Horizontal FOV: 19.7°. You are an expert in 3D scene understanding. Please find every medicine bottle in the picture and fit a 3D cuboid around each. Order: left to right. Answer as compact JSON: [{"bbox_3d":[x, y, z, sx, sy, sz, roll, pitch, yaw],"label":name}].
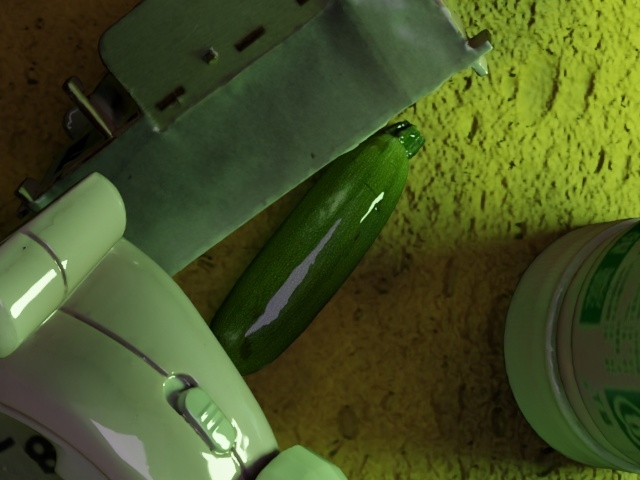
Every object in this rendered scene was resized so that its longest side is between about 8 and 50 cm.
[{"bbox_3d":[0.297,0.075,1.366,0.212,0.325,0.212,1,87,-20],"label":"medicine bottle"}]

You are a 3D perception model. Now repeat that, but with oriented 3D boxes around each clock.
[{"bbox_3d":[-0.154,0.158,1.188,0.326,0.342,0.184,54,50,-6],"label":"clock"}]

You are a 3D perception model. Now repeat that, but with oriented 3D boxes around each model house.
[{"bbox_3d":[-0.047,-0.120,1.294,0.326,0.244,0.169,-35,99,14],"label":"model house"}]

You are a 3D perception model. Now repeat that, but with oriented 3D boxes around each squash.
[{"bbox_3d":[0.000,0.000,1.390,0.066,0.066,0.252,42,73,-15],"label":"squash"}]
